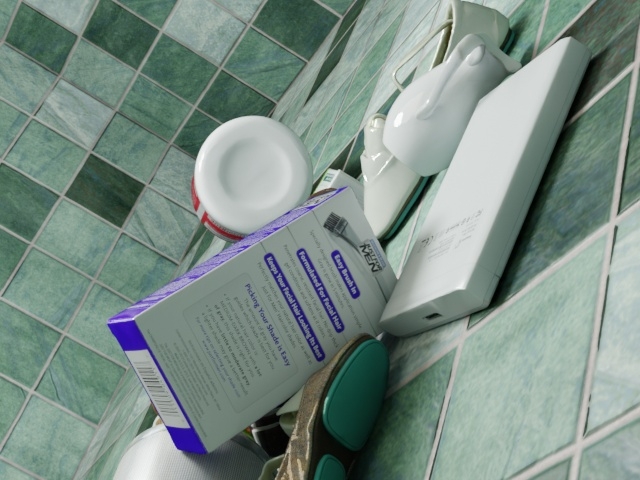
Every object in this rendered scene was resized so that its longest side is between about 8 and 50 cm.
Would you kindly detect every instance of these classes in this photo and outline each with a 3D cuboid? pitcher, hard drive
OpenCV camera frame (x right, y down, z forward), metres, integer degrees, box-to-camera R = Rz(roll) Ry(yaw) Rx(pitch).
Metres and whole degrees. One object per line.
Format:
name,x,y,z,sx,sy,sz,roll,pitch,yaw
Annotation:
pitcher,0.173,-0.195,1.562,0.207,0.125,0.177,-51,-20,15
hard drive,0.198,-0.059,1.363,0.353,0.047,0.233,-64,12,-22

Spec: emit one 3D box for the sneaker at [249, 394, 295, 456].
sneaker,-0.091,0.150,1.561,0.162,0.106,0.281,22,119,50

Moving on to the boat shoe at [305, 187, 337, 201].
boat shoe,0.041,0.022,1.762,0.095,0.095,0.257,-19,38,8

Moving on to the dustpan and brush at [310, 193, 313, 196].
dustpan and brush,-0.016,-0.067,2.259,0.147,0.060,0.211,-61,11,-9

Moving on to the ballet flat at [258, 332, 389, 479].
ballet flat,-0.013,0.239,1.294,0.106,0.107,0.316,-8,43,35

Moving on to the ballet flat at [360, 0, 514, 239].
ballet flat,0.146,-0.196,1.729,0.400,0.139,0.139,-59,11,3

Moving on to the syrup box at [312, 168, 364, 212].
syrup box,0.000,0.000,1.933,0.237,0.096,0.093,-58,12,-1

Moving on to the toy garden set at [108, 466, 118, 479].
toy garden set,-0.304,0.466,1.807,0.049,0.204,0.244,-13,16,25

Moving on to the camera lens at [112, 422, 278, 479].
camera lens,-0.169,0.373,1.374,0.219,0.219,0.274,-52,13,29

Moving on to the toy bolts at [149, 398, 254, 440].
toy bolts,-0.128,0.222,1.694,0.228,0.218,0.158,-41,11,7

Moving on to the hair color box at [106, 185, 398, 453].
hair color box,-0.068,0.093,1.383,0.339,0.185,0.110,-31,9,-27

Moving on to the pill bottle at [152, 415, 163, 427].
pill bottle,-0.180,0.283,1.884,0.229,0.131,0.131,-50,14,37

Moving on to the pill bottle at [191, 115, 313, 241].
pill bottle,-0.150,-0.111,2.300,0.229,0.229,0.407,-60,5,-8
